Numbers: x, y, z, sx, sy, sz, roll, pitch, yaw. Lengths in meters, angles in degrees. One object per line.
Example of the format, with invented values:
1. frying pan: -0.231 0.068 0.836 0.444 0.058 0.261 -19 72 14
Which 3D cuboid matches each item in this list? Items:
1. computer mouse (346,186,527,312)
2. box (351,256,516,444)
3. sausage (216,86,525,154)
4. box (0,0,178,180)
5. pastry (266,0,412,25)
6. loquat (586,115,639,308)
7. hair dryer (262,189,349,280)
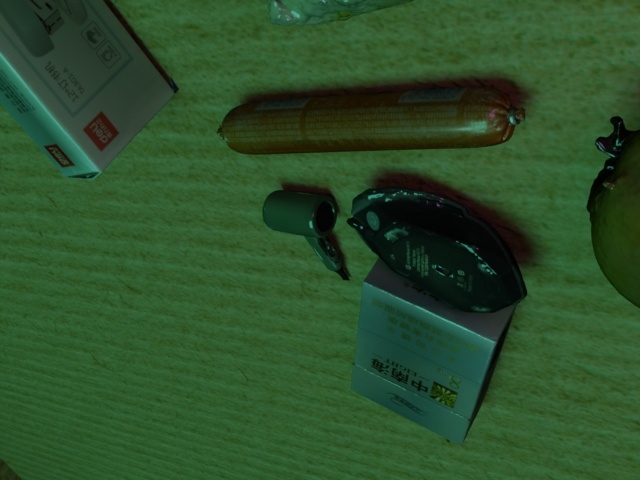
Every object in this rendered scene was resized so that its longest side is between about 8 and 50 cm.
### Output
1. computer mouse: 0.118 0.002 0.965 0.192 0.062 0.105 28 149 21
2. box: 0.119 0.122 1.115 0.155 0.067 0.242 26 147 17
3. sausage: 0.031 -0.107 0.906 0.348 0.053 0.053 3 136 40
4. box: -0.275 -0.201 0.991 0.079 0.135 0.269 -2 133 48
5. pastry: 0.061 -0.208 0.703 0.258 0.121 0.089 6 113 48
6. loquat: 0.287 -0.015 0.706 0.205 0.149 0.172 18 142 5
7. hair dryer: 0.000 0.000 1.100 0.071 0.047 0.150 10 151 37
